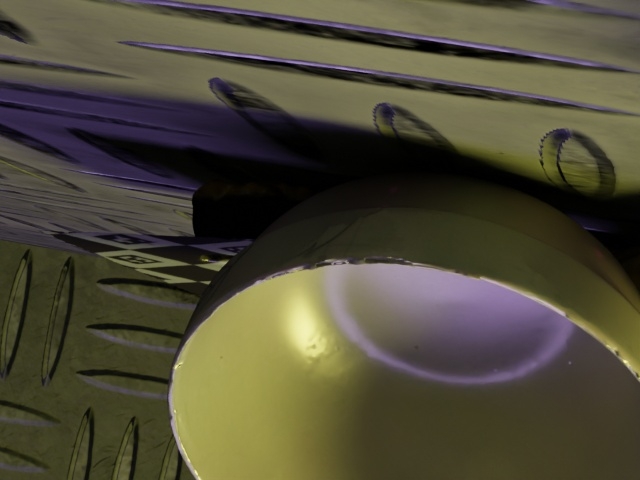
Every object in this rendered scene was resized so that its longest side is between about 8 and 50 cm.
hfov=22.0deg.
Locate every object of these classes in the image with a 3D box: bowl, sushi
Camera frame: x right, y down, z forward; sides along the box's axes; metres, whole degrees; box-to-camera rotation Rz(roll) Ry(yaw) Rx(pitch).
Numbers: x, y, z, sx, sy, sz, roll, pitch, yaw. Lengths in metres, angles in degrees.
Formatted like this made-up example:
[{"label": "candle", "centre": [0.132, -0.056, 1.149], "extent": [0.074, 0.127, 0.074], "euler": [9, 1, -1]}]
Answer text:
[{"label": "bowl", "centre": [0.067, 0.069, 0.947], "extent": [0.286, 0.144, 0.287], "euler": [8, 135, 8]}, {"label": "sushi", "centre": [0.000, 0.000, 1.154], "extent": [0.292, 0.059, 0.294], "euler": [2, 170, 17]}]

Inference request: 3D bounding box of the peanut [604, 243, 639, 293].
[{"label": "peanut", "centre": [0.208, 0.061, 1.082], "extent": [0.137, 0.122, 0.253], "euler": [19, 172, -7]}]
